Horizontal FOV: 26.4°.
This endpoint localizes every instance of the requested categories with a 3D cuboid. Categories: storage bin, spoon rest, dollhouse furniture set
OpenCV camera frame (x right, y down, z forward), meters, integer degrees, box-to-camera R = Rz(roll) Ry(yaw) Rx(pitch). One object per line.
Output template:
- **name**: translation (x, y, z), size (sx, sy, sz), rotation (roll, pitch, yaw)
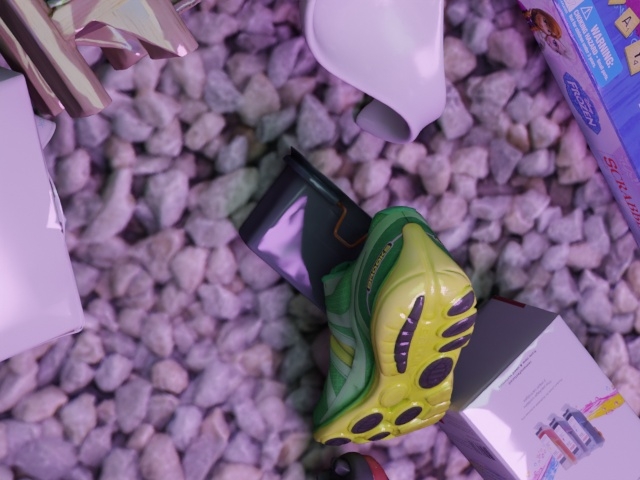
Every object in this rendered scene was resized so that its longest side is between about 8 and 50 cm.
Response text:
- **storage bin**: translation (0.000, 0.000, 1.182), size (0.135, 0.098, 0.091), rotation (40, 92, -18)
- **spoon rest**: translation (0.054, -0.160, 1.095), size (0.137, 0.276, 0.084), rotation (-43, 65, -10)
- **dollhouse furniture set**: translation (-0.116, -0.289, 0.948), size (0.362, 0.394, 0.256), rotation (-36, 105, -13)

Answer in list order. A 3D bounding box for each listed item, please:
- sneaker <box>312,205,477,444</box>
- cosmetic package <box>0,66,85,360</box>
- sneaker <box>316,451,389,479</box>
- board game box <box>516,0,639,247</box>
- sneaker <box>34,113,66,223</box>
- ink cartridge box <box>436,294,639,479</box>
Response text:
- **sneaker**: translation (0.056, 0.079, 1.136), size (0.109, 0.295, 0.124), rotation (-4, 56, -18)
- **cosmetic package**: translation (-0.358, 0.022, 0.874), size (0.365, 0.155, 0.197), rotation (-23, 117, -32)
- **sneaker**: translation (0.076, 0.310, 1.230), size (0.135, 0.097, 0.276), rotation (-17, 102, -17)
- **board game box**: translation (0.369, -0.196, 1.267), size (0.318, 0.066, 0.319), rotation (-41, 121, -12)
- **sneaker**: translation (-0.252, -0.002, 1.101), size (0.094, 0.080, 0.212), rotation (5, 92, -32)
- **ink cartridge box**: translation (0.193, 0.162, 1.241), size (0.127, 0.128, 0.176), rotation (-43, 108, -12)
